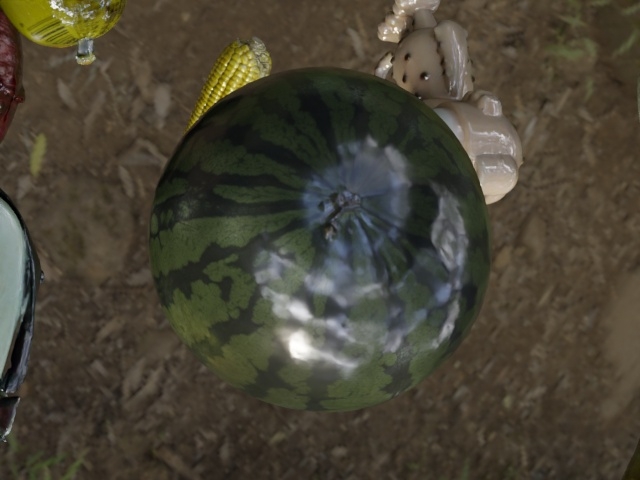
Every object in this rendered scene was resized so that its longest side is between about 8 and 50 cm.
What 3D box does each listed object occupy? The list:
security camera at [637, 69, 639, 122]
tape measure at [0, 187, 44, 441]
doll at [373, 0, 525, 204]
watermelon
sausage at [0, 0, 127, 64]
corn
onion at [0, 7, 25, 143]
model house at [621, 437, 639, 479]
[{"bbox_3d":[0.218,-0.007,0.480,0.080,0.301,0.157,24,133,-31],"label":"security camera"},{"bbox_3d":[-0.331,0.030,1.002,0.235,0.115,0.207,27,77,-23],"label":"tape measure"},{"bbox_3d":[0.121,-0.137,1.249,0.119,0.278,0.154,0,141,-25],"label":"doll"},{"bbox_3d":[0.000,0.000,0.715,0.212,0.212,0.212,-25,134,-29],"label":"watermelon"},{"bbox_3d":[-0.267,-0.321,1.061,0.123,0.123,0.347,-25,98,-30],"label":"sausage"},{"bbox_3d":[-0.118,-0.147,1.410,0.067,0.067,0.206,5,120,-46],"label":"corn"},{"bbox_3d":[-0.431,-0.172,1.239,0.232,0.314,0.313,13,109,-58],"label":"onion"},{"bbox_3d":[0.390,0.166,0.911,0.239,0.173,0.268,-30,-178,33],"label":"model house"}]
